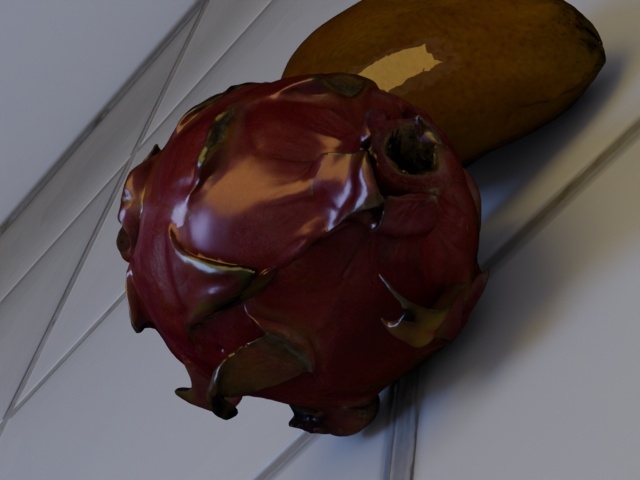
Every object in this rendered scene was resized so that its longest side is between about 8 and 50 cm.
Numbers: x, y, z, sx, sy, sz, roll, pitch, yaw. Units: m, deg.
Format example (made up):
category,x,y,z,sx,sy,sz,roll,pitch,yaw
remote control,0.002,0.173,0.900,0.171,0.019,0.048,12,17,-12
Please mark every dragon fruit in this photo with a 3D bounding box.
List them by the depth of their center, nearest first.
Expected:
category,x,y,z,sx,sy,sz,roll,pitch,yaw
dragon fruit,0.000,0.000,0.610,0.166,0.133,0.136,-33,64,56

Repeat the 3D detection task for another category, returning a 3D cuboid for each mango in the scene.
category,x,y,z,sx,sy,sz,roll,pitch,yaw
mango,0.039,-0.065,0.700,0.105,0.084,0.159,-28,0,-34
